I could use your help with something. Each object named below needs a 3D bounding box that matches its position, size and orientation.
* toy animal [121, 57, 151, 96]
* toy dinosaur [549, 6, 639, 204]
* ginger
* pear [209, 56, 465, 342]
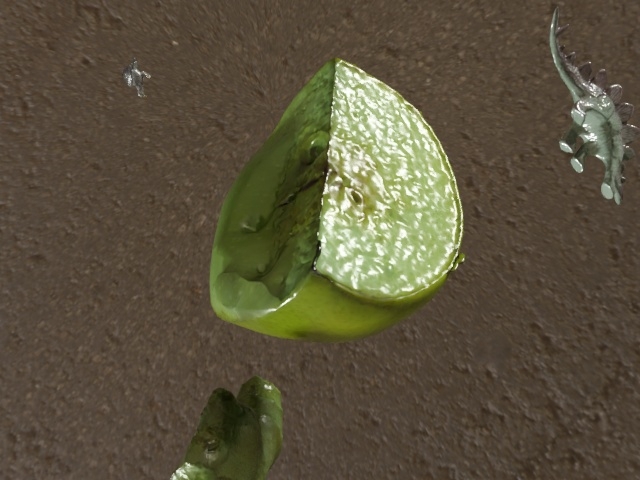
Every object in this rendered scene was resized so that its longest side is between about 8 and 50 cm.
[{"bbox_3d":[-0.241,-0.216,0.925,0.028,0.084,0.050,-34,107,4],"label":"toy animal"},{"bbox_3d":[0.251,-0.124,0.647,0.082,0.039,0.208,-45,117,-25],"label":"toy dinosaur"},{"bbox_3d":[-0.102,0.248,0.865,0.089,0.290,0.137,-23,80,13],"label":"ginger"},{"bbox_3d":[0.000,0.000,0.875,0.239,0.342,0.318,27,140,-26],"label":"pear"}]
